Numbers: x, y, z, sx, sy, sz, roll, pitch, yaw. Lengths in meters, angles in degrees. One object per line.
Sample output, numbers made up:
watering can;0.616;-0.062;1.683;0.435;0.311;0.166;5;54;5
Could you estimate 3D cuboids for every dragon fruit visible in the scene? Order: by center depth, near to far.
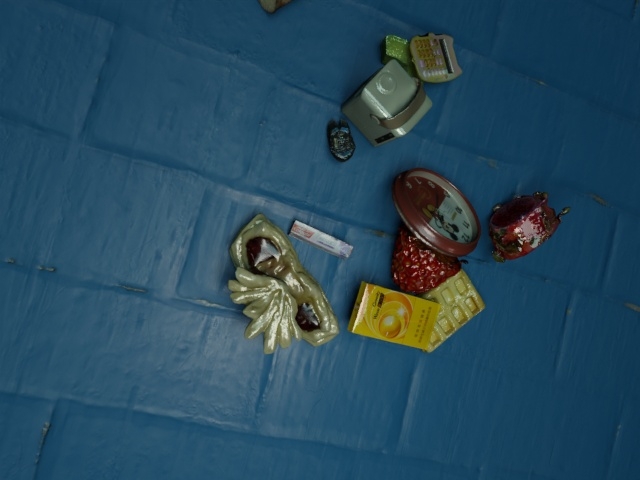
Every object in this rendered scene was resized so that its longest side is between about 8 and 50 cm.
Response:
dragon fruit;0.641;-0.060;1.565;0.282;0.211;0.147;-39;93;9

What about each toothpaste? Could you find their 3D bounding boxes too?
toothpaste;0.000;0.000;1.465;0.196;0.040;0.047;25;81;-14

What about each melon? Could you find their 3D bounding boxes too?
melon;0.253;-0.524;1.526;0.118;0.064;0.210;-9;95;-17

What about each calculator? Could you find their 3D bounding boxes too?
calculator;0.353;-0.567;1.532;0.236;0.033;0.157;-21;97;-40

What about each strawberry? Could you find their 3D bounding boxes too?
strawberry;0.302;0.072;1.499;0.234;0.234;0.178;27;111;-15

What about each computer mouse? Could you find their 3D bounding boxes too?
computer mouse;0.059;-0.298;1.477;0.079;0.047;0.135;-8;84;-9

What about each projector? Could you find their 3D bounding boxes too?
projector;0.189;-0.391;1.414;0.177;0.242;0.163;43;81;-13

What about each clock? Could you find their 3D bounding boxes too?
clock;0.345;-0.085;1.478;0.318;0.080;0.318;22;44;-22

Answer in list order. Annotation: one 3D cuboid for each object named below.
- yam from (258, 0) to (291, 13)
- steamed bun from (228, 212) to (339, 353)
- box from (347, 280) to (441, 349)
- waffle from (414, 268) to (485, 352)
yam;-0.078;-0.763;1.397;0.238;0.129;0.128;-36;65;-14
steamed bun;-0.124;0.154;1.360;0.247;0.189;0.428;-33;100;-6
box;0.222;0.225;1.453;0.269;0.043;0.152;16;90;-23
waffle;0.391;0.217;1.570;0.274;0.057;0.168;-34;99;-13
